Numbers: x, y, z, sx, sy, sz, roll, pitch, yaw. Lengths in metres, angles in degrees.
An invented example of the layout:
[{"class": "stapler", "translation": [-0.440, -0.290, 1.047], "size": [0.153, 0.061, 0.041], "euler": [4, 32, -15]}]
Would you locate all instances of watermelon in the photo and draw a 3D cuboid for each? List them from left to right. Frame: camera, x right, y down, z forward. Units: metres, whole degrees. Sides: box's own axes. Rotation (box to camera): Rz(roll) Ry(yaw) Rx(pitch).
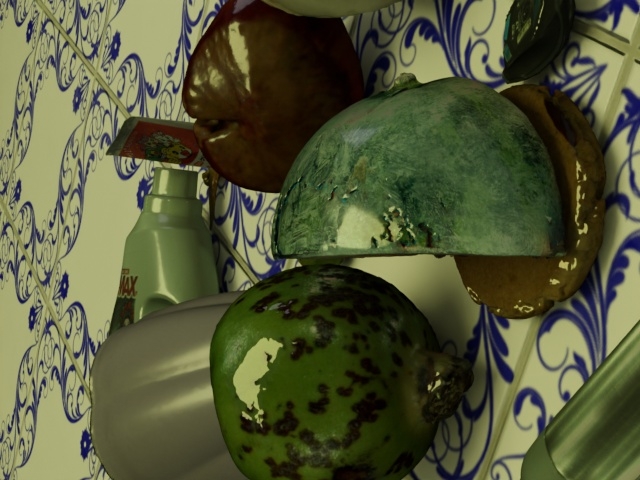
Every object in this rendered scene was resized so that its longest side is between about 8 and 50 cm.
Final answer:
[{"class": "watermelon", "translation": [0.060, -0.069, 1.156], "size": [0.322, 0.188, 0.175], "euler": [-2, 89, 58]}]

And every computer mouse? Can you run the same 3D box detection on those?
[{"class": "computer mouse", "translation": [0.199, -0.193, 1.156], "size": [0.135, 0.047, 0.079], "euler": [120, 158, -59]}]

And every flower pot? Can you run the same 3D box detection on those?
[{"class": "flower pot", "translation": [-0.103, 0.178, 1.476], "size": [0.243, 0.265, 0.265], "euler": [-25, 62, 48]}]

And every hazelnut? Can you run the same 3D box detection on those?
[{"class": "hazelnut", "translation": [-0.047, -0.182, 1.481], "size": [0.217, 0.217, 0.251], "euler": [-124, 31, -52]}]

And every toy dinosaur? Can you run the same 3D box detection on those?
[{"class": "toy dinosaur", "translation": [-0.149, -0.114, 1.837], "size": [0.126, 0.039, 0.162], "euler": [-44, 56, 49]}]

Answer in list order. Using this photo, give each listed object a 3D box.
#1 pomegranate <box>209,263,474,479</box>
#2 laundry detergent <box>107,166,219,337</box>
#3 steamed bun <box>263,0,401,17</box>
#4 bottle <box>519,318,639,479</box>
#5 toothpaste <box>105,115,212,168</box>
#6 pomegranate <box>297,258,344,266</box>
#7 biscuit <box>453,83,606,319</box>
[{"class": "pomegranate", "translation": [0.019, 0.141, 1.250], "size": [0.270, 0.254, 0.254], "euler": [-1, 83, 34]}, {"class": "laundry detergent", "translation": [-0.216, 0.096, 1.826], "size": [0.264, 0.125, 0.398], "euler": [10, 94, 61]}, {"class": "steamed bun", "translation": [-0.009, -0.397, 1.319], "size": [0.309, 0.309, 0.309], "euler": [-20, 68, 61]}, {"class": "bottle", "translation": [0.242, 0.137, 0.982], "size": [0.096, 0.079, 0.253], "euler": [41, 129, 12]}, {"class": "toothpaste", "translation": [-0.148, -0.121, 1.615], "size": [0.089, 0.234, 0.057], "euler": [-48, 44, 50]}, {"class": "pomegranate", "translation": [-0.001, -0.004, 1.494], "size": [0.084, 0.073, 0.073], "euler": [-103, 29, -62]}, {"class": "biscuit", "translation": [0.185, -0.035, 1.158], "size": [0.226, 0.042, 0.226], "euler": [-13, 75, 62]}]
